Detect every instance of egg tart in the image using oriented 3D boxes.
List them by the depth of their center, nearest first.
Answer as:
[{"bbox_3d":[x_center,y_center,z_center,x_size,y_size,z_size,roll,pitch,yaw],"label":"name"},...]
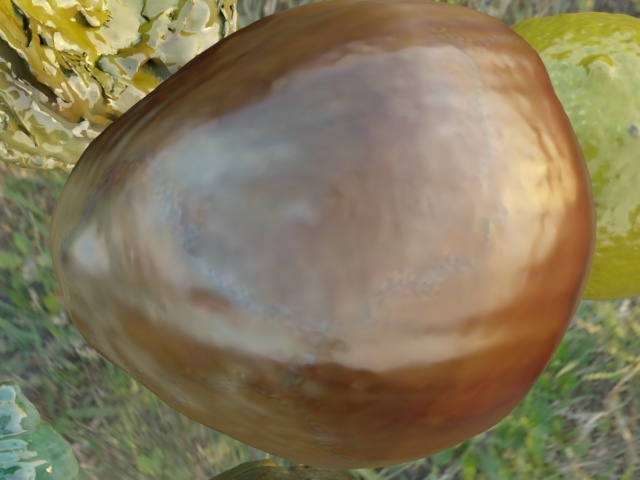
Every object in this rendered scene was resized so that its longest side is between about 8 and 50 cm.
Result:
[{"bbox_3d":[-0.167,-0.171,0.956,0.291,0.107,0.290,18,64,-41],"label":"egg tart"}]

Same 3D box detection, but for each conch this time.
[{"bbox_3d":[-0.211,0.202,1.212,0.176,0.188,0.122,-2,34,25],"label":"conch"}]

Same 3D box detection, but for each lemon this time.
[{"bbox_3d":[0.173,-0.056,1.133,0.231,0.192,0.192,5,75,44],"label":"lemon"}]

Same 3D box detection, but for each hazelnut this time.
[{"bbox_3d":[0.000,0.000,0.651,0.214,0.214,0.176,-11,84,-4],"label":"hazelnut"}]

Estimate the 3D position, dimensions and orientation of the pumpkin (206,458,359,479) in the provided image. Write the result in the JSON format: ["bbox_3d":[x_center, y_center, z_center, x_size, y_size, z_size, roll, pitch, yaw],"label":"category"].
[{"bbox_3d":[-0.101,0.246,1.283,0.130,0.149,0.254,40,100,24],"label":"pumpkin"}]
